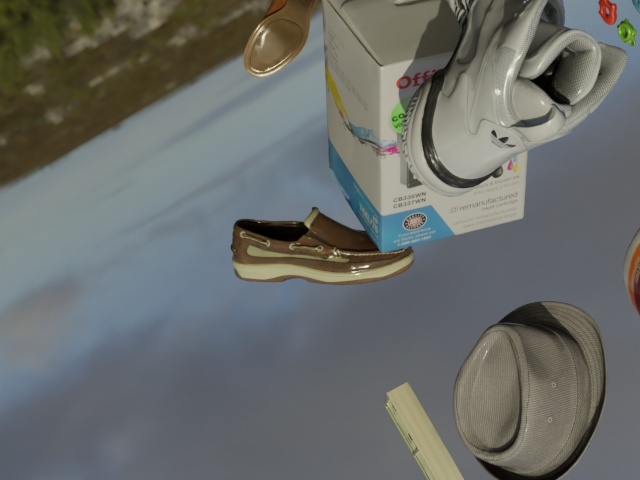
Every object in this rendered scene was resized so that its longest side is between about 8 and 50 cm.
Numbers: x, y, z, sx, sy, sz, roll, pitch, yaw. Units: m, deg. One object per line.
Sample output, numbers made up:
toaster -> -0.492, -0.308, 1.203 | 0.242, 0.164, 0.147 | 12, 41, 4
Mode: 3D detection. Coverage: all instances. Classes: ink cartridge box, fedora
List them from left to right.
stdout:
ink cartridge box -> 0.128, -0.165, 1.789 | 0.198, 0.270, 0.197 | -14, -141, -14
fedora -> 0.274, 0.210, 2.062 | 0.244, 0.275, 0.124 | 8, 174, 44

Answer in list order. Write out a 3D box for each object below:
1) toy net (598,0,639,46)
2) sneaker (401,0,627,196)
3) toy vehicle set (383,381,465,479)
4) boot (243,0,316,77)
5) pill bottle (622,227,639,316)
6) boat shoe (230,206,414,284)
toy net -> 0.456, -0.422, 2.287 | 0.045, 0.232, 0.122 | -20, 157, -26
sneaker -> 0.223, -0.221, 1.509 | 0.210, 0.137, 0.365 | -19, -137, 55
toy vehicle set -> 0.173, 0.333, 2.106 | 0.035, 0.267, 0.166 | -29, 169, -4
boot -> -0.055, -0.331, 2.166 | 0.197, 0.073, 0.152 | -54, -163, 3
pill bottle -> 0.538, 0.118, 1.773 | 0.224, 0.224, 0.392 | -30, -147, 6
boat shoe -> -0.001, 0.003, 2.013 | 0.258, 0.095, 0.095 | -3, -156, 10
